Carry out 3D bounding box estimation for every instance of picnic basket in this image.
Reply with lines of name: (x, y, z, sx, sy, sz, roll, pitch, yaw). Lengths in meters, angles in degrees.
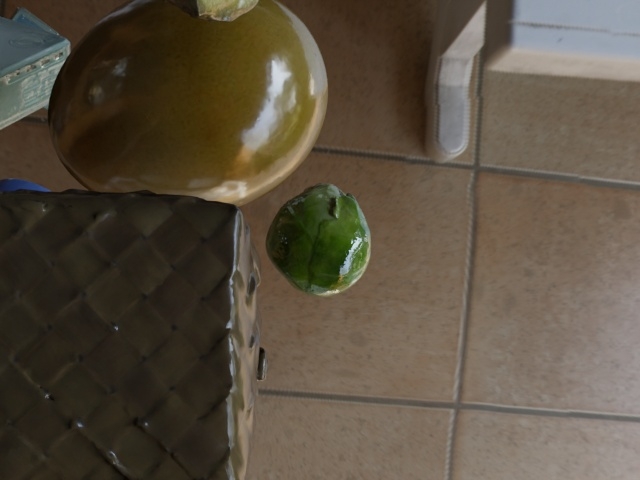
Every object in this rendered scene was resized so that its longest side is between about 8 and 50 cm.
picnic basket: (-0.174, 0.099, 0.735, 0.254, 0.321, 0.292, 2, 82, -8)

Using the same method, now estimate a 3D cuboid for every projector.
projector: (-0.507, -0.244, 1.161, 0.256, 0.192, 0.099, 20, 126, 17)

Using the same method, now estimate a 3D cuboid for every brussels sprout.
brussels sprout: (0.000, 0.000, 1.775, 0.243, 0.244, 0.244, 1, 85, -7)

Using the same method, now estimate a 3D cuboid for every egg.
egg: (-0.149, -0.151, 0.914, 0.322, 0.250, 0.250, -12, 87, 16)

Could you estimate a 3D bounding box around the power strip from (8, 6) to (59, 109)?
power strip: (-0.551, -0.300, 1.513, 0.145, 0.061, 0.216, 36, 95, -30)

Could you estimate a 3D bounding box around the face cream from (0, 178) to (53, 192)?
face cream: (-0.551, 0.051, 1.463, 0.249, 0.249, 0.225, 31, 48, -3)

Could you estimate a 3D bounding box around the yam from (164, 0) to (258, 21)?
yam: (-0.203, -0.268, 0.642, 0.356, 0.081, 0.081, 30, 82, 18)
